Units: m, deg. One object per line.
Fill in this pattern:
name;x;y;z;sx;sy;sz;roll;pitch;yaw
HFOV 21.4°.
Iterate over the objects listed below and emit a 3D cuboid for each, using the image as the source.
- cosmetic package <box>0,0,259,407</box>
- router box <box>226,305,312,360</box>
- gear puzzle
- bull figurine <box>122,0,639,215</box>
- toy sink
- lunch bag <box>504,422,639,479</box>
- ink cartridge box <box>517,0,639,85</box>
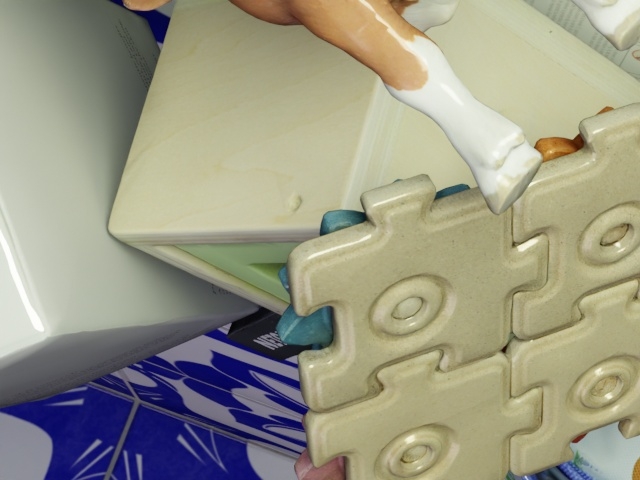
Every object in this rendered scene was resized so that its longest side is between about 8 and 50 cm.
cosmetic package;-0.164;-0.023;0.806;0.155;0.197;0.365;-22;174;10
router box;0.000;0.000;1.047;0.046;0.133;0.179;24;167;-9
gear puzzle;0.142;-0.003;0.639;0.175;0.339;0.044;84;163;-44
bull figurine;0.013;-0.123;0.491;0.188;0.101;0.310;39;161;17
toy sink;0.053;-0.014;0.741;0.234;0.131;0.153;27;162;-39
lunch bag;0.223;0.120;1.006;0.385;0.239;0.328;33;169;13
ink cartridge box;0.108;-0.106;0.693;0.179;0.045;0.145;12;166;1
